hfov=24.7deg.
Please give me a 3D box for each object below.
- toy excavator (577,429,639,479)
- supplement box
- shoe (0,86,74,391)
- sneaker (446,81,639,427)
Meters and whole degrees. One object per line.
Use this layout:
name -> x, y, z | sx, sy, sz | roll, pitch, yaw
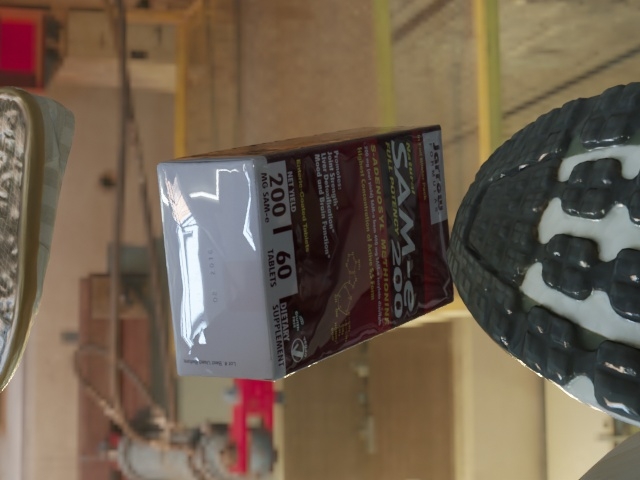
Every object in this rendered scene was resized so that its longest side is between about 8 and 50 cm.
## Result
toy excavator -> 0.325, 0.091, 0.854 | 0.445, 0.222, 0.433 | -18, -167, 20
supplement box -> 0.000, 0.000, 0.926 | 0.073, 0.130, 0.239 | -1, -171, 30
shoe -> -0.211, 0.005, 1.007 | 0.076, 0.219, 0.058 | 14, -174, 27
sneaker -> 0.247, 0.057, 0.615 | 0.410, 0.158, 0.182 | 17, 161, 27
